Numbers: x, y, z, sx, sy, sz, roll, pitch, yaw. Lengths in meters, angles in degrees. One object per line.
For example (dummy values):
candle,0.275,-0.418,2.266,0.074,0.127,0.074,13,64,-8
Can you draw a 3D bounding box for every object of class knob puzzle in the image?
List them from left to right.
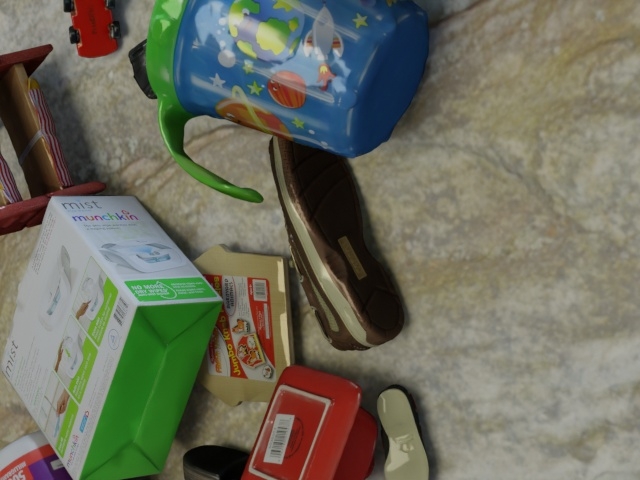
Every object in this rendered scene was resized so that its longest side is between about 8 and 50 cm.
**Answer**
knob puzzle,-0.104,0.097,1.765,0.213,0.030,0.213,9,105,37

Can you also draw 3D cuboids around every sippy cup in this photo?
sippy cup,-0.020,-0.199,1.527,0.224,0.240,0.306,26,124,20

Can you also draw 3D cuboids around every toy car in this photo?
toy car,-0.259,-0.351,1.749,0.225,0.239,0.053,-35,37,13

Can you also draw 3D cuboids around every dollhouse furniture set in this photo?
dollhouse furniture set,-0.442,-0.086,1.951,0.374,0.152,0.201,-27,82,56

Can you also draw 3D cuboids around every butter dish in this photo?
butter dish,0.008,0.231,1.650,0.160,0.118,0.160,9,77,55

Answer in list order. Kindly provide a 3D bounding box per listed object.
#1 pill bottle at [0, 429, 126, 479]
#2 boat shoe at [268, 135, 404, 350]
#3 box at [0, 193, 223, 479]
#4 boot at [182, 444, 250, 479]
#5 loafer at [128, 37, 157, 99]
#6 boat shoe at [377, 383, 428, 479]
pill bottle,-0.285,0.394,1.837,0.323,0.181,0.181,55,128,31
boat shoe,-0.006,0.002,1.629,0.095,0.095,0.258,-28,81,47
box,-0.258,0.114,1.798,0.231,0.126,0.262,45,125,41
boot,-0.074,0.378,1.775,0.263,0.091,0.229,21,117,38
loafer,-0.148,-0.246,1.700,0.223,0.076,0.078,-41,81,40
boat shoe,0.090,0.220,1.629,0.048,0.042,0.133,-10,94,11
